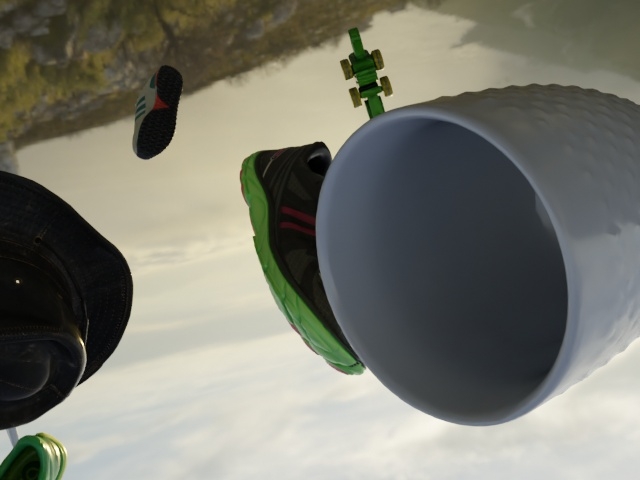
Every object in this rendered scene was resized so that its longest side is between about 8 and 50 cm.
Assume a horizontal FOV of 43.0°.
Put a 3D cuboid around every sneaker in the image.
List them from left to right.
[{"bbox_3d":[-0.475,0.420,1.193,0.109,0.296,0.123,11,154,8],"label":"sneaker"},{"bbox_3d":[-0.265,-0.194,1.280,0.057,0.161,0.075,23,158,-32],"label":"sneaker"},{"bbox_3d":[0.000,0.000,1.363,0.202,0.483,0.185,-23,144,5],"label":"sneaker"}]

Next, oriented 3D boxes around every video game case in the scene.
[{"bbox_3d":[-0.662,0.336,1.689,0.019,0.143,0.157,-20,146,-26],"label":"video game case"}]

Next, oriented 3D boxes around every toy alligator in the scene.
[{"bbox_3d":[0.070,-0.198,1.118,0.056,0.190,0.051,-18,-166,2],"label":"toy alligator"}]

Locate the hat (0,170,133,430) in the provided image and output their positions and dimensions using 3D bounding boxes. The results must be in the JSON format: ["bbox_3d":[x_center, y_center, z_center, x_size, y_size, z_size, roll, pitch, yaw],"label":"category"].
[{"bbox_3d":[-0.333,0.100,0.796,0.331,0.331,0.134,-13,-143,-20],"label":"hat"}]

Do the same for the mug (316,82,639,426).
[{"bbox_3d":[0.173,-0.028,0.806,0.328,0.276,0.374,-18,-150,-40],"label":"mug"}]
